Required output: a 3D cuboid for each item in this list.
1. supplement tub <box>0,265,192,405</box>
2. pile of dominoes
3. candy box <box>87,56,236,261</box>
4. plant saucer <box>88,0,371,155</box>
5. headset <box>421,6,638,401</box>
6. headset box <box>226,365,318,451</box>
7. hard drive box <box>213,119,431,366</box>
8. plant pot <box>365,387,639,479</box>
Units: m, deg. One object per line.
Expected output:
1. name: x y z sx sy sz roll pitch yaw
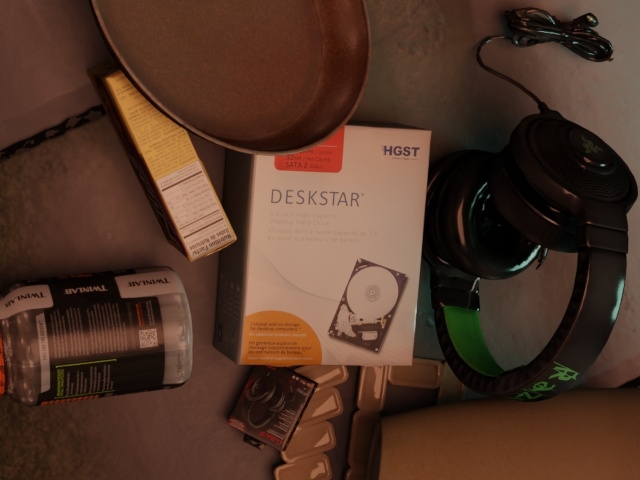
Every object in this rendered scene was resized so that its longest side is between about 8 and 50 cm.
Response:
1. supplement tub: -0.220 0.089 1.597 0.190 0.117 0.117 -6 100 -18
2. pile of dominoes: 0.040 0.236 1.760 0.196 0.040 0.251 9 87 -19
3. candy box: -0.147 -0.079 1.601 0.053 0.109 0.186 -26 106 -11
4. plant saucer: -0.089 -0.215 1.566 0.311 0.050 0.310 16 63 -34
5. headset: 0.216 -0.039 1.674 0.185 0.243 0.394 10 70 -30
6. headset box: -0.048 0.163 1.698 0.062 0.032 0.083 27 88 8
7. hard drive box: 0.000 0.000 1.672 0.181 0.089 0.232 1 98 -19
8. plant pot: 0.183 0.249 1.680 0.274 0.256 0.256 9 96 -3
